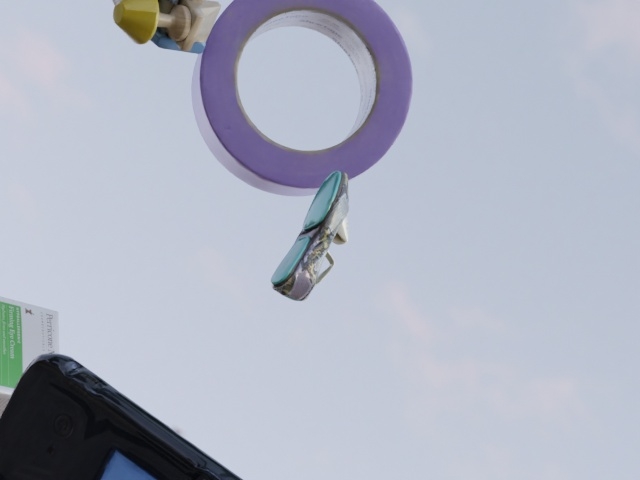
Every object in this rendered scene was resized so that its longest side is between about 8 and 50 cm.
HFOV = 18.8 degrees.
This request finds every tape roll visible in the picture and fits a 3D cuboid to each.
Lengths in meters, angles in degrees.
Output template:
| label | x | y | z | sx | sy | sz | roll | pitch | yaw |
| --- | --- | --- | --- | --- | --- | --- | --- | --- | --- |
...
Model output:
| label | x | y | z | sx | sy | sz | roll | pitch | yaw |
| --- | --- | --- | --- | --- | --- | --- | --- | --- | --- |
| tape roll | -0.018 | -0.136 | 1.711 | 0.189 | 0.189 | 0.080 | 32 | -9 | -5 |

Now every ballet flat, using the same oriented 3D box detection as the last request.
| label | x | y | z | sx | sy | sz | roll | pitch | yaw |
| --- | --- | --- | --- | --- | --- | --- | --- | --- | --- |
| ballet flat | 0.000 | 0.000 | 1.513 | 0.041 | 0.114 | 0.041 | 24 | -23 | 11 |

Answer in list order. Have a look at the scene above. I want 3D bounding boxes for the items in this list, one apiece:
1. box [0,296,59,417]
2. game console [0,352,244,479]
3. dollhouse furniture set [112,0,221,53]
| label | x | y | z | sx | sy | sz | roll | pitch | yaw |
| --- | --- | --- | --- | --- | --- | --- | --- | --- | --- |
| box | -0.293 | 0.118 | 1.729 | 0.087 | 0.101 | 0.102 | 17 | -38 | -35 |
| game console | -0.147 | 0.318 | 1.449 | 0.386 | 0.060 | 0.342 | 32 | -76 | 27 |
| dollhouse furniture set | -0.167 | -0.346 | 1.555 | 0.198 | 0.303 | 0.286 | 5 | -53 | -35 |
